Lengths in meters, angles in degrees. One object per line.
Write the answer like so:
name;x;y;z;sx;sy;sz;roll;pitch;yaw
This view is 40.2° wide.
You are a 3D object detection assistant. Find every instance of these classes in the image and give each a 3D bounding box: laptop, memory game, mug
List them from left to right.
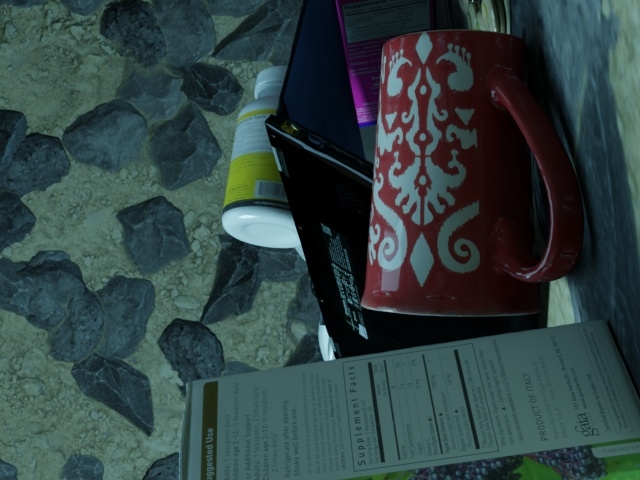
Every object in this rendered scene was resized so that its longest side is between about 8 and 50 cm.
laptop;0.102;-0.028;0.874;0.408;0.236;0.382;32;154;32
memory game;0.110;-0.226;0.643;0.186;0.012;0.186;-10;-90;-87
mug;0.100;-0.040;0.548;0.113;0.150;0.169;1;-91;-59

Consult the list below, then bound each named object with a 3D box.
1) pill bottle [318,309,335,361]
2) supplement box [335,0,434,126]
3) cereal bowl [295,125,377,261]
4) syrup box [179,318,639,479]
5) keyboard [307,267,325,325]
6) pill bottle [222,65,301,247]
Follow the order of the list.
pill bottle;0.109;0.129;1.430;0.392;0.224;0.224;-84;-16;-78
supplement box;0.077;-0.255;1.055;0.220;0.114;0.111;79;-177;-54
cereal bowl;0.071;-0.120;1.281;0.339;0.141;0.338;-6;-83;-63
syrup box;0.049;0.122;0.480;0.093;0.237;0.096;78;-177;-45
keyboard;0.000;0.000;1.006;0.100;0.038;0.192;-7;-83;-77
pill bottle;-0.045;-0.092;0.955;0.103;0.103;0.184;72;-157;-69
